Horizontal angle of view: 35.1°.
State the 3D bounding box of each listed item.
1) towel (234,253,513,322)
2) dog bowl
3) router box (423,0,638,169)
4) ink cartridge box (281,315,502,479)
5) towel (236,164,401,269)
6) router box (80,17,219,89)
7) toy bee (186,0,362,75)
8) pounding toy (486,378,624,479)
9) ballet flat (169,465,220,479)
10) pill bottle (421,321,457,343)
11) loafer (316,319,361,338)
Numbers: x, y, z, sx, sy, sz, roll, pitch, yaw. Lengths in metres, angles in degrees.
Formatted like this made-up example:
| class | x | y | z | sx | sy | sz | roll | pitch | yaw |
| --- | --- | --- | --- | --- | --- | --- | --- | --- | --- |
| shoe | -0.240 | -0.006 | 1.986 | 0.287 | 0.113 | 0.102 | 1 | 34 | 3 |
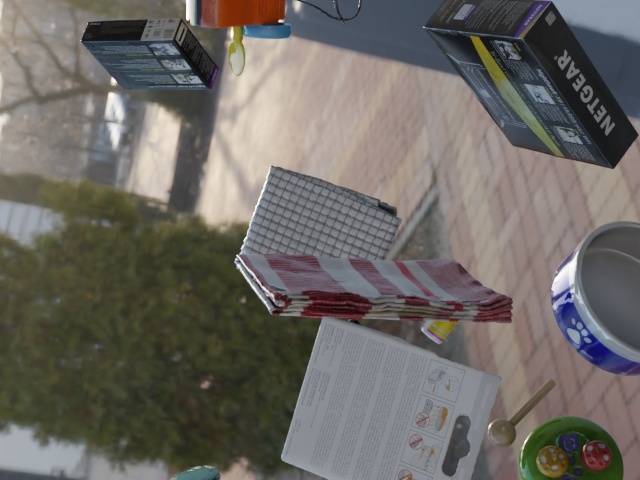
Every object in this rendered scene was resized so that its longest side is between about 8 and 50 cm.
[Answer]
| class | x | y | z | sx | sy | sz | roll | pitch | yaw |
| --- | --- | --- | --- | --- | --- | --- | --- | --- | --- |
| towel | 0.067 | 0.056 | 1.373 | 0.237 | 0.329 | 0.037 | -140 | 55 | -69 |
| dog bowl | 0.551 | 0.103 | 1.809 | 0.104 | 0.264 | 0.265 | 125 | 153 | -58 |
| router box | 0.341 | -0.259 | 1.644 | 0.081 | 0.309 | 0.243 | -51 | 34 | -9 |
| ink cartridge box | 0.082 | 0.205 | 1.165 | 0.056 | 0.224 | 0.181 | 18 | -91 | -68 |
| towel | 0.000 | 0.000 | 2.025 | 0.121 | 0.283 | 0.235 | 7 | -76 | -81 |
| router box | -0.271 | -0.294 | 1.612 | 0.133 | 0.178 | 0.046 | 53 | -132 | -55 |
| toy bee | -0.103 | -0.336 | 1.471 | 0.162 | 0.298 | 0.195 | 15 | 90 | 38 |
| pounding toy | 0.422 | 0.366 | 1.772 | 0.237 | 0.183 | 0.110 | 49 | 171 | 24 |
| ballet flat | -0.227 | 0.431 | 1.621 | 0.247 | 0.083 | 0.087 | -8 | -86 | -74 |
| pill bottle | 0.207 | 0.128 | 1.679 | 0.083 | 0.043 | 0.043 | -52 | 16 | 5 |
| loafer | 0.082 | 0.282 | 1.976 | 0.095 | 0.109 | 0.303 | -40 | 51 | 18 |
